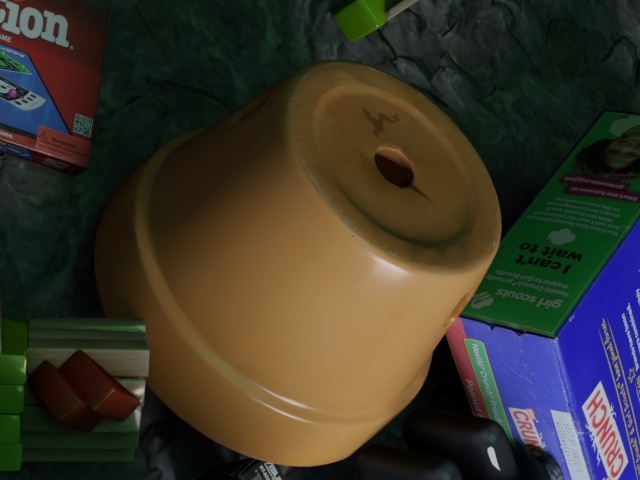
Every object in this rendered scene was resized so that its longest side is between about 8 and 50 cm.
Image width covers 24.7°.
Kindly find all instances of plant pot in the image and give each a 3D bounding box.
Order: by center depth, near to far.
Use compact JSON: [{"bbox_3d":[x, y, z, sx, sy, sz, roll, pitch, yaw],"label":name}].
[{"bbox_3d":[0.000,0.000,1.123,0.291,0.203,0.291,23,44,-25],"label":"plant pot"}]

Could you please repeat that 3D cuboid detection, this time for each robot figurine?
[{"bbox_3d":[0.120,0.274,1.175,0.209,0.173,0.278,-19,109,0],"label":"robot figurine"}]

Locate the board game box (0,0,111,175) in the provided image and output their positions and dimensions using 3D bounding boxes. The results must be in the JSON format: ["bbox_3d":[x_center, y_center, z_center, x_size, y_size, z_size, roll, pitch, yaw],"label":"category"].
[{"bbox_3d":[-0.299,-0.158,1.119,0.281,0.027,0.145,18,64,-31],"label":"board game box"}]

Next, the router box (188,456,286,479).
[{"bbox_3d":[-0.047,0.230,1.138,0.038,0.092,0.122,-32,95,-39],"label":"router box"}]

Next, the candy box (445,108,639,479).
[{"bbox_3d":[0.263,0.078,1.338,0.317,0.122,0.268,-49,133,-37],"label":"candy box"}]

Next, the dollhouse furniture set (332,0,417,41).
[{"bbox_3d":[0.038,-0.370,1.354,0.197,0.151,0.301,-42,101,-37],"label":"dollhouse furniture set"}]

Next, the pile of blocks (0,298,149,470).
[{"bbox_3d":[-0.274,0.072,0.972,0.362,0.112,0.149,27,98,-16],"label":"pile of blocks"}]
